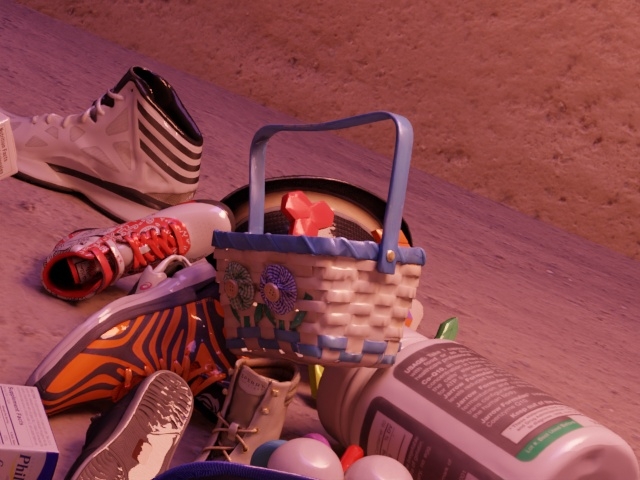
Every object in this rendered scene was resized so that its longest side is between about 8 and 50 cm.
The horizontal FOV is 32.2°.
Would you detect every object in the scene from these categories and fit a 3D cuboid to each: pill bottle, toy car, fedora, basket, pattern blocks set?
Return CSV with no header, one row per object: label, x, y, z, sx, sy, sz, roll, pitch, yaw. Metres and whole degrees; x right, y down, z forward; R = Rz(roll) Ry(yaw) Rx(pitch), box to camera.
pill bottle,0.165,0.236,1.278,0.204,0.204,0.361,6,15,-38
toy car,0.002,0.255,1.109,0.182,0.159,0.136,15,31,-14
fedora,-0.018,0.050,1.665,0.334,0.334,0.152,14,48,-20
basket,0.000,0.000,1.288,0.201,0.289,0.255,13,-10,-40
pattern blocks set,0.058,0.100,1.547,0.325,0.285,0.026,26,-26,-24

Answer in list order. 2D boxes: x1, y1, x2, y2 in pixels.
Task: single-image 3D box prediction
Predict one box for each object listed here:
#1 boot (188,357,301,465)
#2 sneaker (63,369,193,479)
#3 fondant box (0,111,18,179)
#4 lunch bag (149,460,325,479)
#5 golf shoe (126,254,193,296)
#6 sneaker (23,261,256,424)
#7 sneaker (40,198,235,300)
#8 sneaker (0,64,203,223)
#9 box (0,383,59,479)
boot,-0.097,0.211,1.150,0.077,0.165,0.213,26,17,20
sneaker,-0.215,0.237,1.118,0.083,0.118,0.222,46,42,-12
fondant box,-0.608,-0.109,1.457,0.238,0.096,0.330,31,45,32
lunch bag,0.013,0.311,0.834,0.328,0.239,0.385,19,0,-28
golf shoe,-0.180,0.080,1.543,0.105,0.120,0.273,24,16,16
sneaker,-0.184,0.153,1.303,0.180,0.124,0.321,49,46,10
sneaker,-0.257,0.019,1.550,0.270,0.090,0.145,-11,17,11
sneaker,-0.394,-0.207,1.940,0.447,0.257,0.169,24,18,12
box,-0.339,0.197,1.080,0.137,0.072,0.126,10,20,-28
